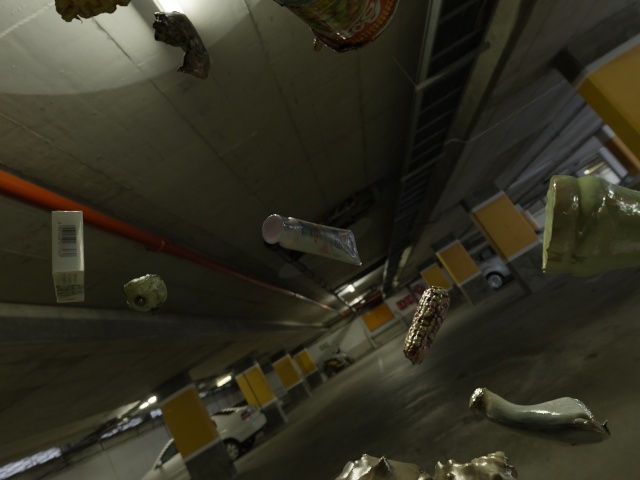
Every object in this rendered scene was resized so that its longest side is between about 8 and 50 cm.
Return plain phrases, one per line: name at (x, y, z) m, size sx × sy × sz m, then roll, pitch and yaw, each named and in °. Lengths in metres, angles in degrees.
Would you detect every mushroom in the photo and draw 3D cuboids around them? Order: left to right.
mushroom at (0.463, 0.382, 0.905) m, size 0.278 × 0.096 × 0.099 m, roll -7°, pitch -20°, yaw 39°

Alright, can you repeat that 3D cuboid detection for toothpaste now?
toothpaste at (0.000, 0.000, 0.957) m, size 0.066 × 0.100 × 0.323 m, roll -27°, pitch -23°, yaw 30°

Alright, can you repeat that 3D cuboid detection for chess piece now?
chess piece at (0.732, -0.017, 0.900) m, size 0.442 × 0.234 × 0.234 m, roll 5°, pitch 1°, yaw 23°

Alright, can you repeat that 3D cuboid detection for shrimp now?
shrimp at (-0.290, -0.404, 0.878) m, size 0.059 × 0.145 × 0.254 m, roll -21°, pitch 28°, yaw 7°

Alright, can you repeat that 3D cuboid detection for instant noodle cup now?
instant noodle cup at (0.010, -0.410, 0.652) m, size 0.193 × 0.193 × 0.212 m, roll -40°, pitch -3°, yaw 29°

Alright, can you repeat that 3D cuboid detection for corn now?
corn at (0.316, 0.248, 1.255) m, size 0.280 × 0.092 × 0.092 m, roll -52°, pitch 0°, yaw -36°

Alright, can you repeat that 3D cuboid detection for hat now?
hat at (-0.331, 0.108, 0.796) m, size 0.076 × 0.059 × 0.077 m, roll -20°, pitch -33°, yaw -19°

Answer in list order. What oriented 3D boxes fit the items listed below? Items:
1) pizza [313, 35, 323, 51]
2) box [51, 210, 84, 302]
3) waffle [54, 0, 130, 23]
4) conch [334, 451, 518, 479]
pizza at (-0.007, -0.453, 0.887) m, size 0.025 × 0.078 × 0.083 m, roll -6°, pitch -28°, yaw -17°
box at (-0.662, 0.051, 1.101) m, size 0.069 × 0.164 × 0.256 m, roll -1°, pitch -22°, yaw -30°
waffle at (-0.429, -0.530, 0.725) m, size 0.281 × 0.058 × 0.301 m, roll -58°, pitch -17°, yaw 18°
conch at (0.083, 0.340, 0.438) m, size 0.352 × 0.209 × 0.297 m, roll -22°, pitch 13°, yaw -36°
